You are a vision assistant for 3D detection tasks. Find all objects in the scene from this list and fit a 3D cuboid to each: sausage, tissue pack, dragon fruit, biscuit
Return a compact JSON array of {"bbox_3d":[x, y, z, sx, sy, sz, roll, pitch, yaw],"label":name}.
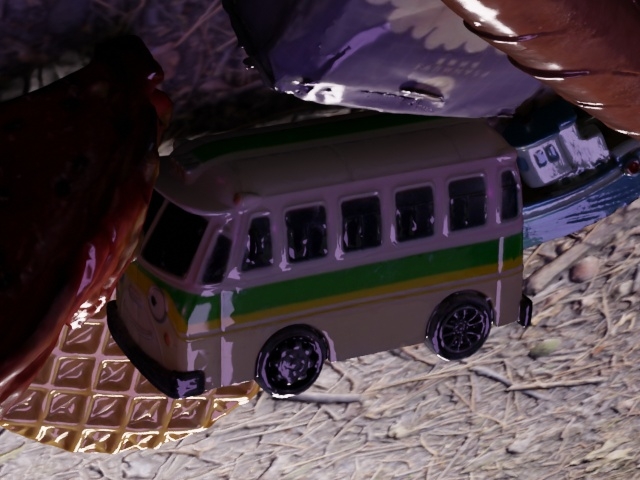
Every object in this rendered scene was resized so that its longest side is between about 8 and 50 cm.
[{"bbox_3d":[0.158,-0.133,1.164,0.088,0.088,0.433,-36,149,19],"label":"sausage"},{"bbox_3d":[0.121,-0.231,1.192,0.242,0.125,0.344,3,139,-41],"label":"tissue pack"},{"bbox_3d":[-0.202,0.045,1.257,0.329,0.286,0.228,-29,140,-13],"label":"dragon fruit"},{"bbox_3d":[-0.137,0.082,1.531,0.309,0.040,0.204,-22,126,-5],"label":"biscuit"}]

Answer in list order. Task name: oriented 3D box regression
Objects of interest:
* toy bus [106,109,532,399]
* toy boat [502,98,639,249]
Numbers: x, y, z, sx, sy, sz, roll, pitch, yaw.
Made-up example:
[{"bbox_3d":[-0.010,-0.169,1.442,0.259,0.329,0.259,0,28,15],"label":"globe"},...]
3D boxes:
[{"bbox_3d":[0.000,0.000,1.426,0.305,0.143,0.179,-11,118,-24],"label":"toy bus"},{"bbox_3d":[0.184,-0.065,1.585,0.215,0.088,0.102,-25,117,2],"label":"toy boat"}]
